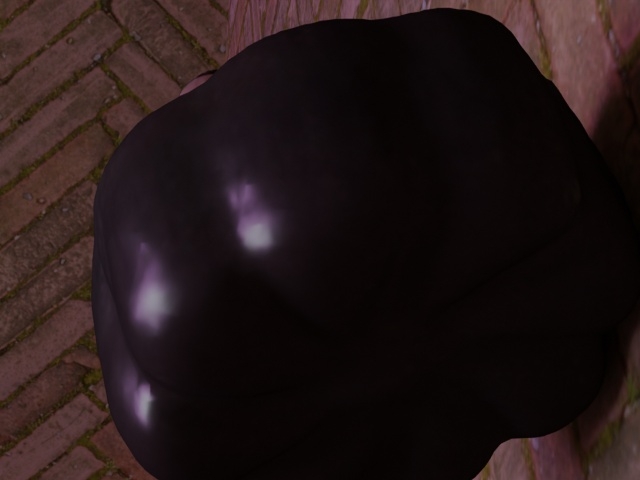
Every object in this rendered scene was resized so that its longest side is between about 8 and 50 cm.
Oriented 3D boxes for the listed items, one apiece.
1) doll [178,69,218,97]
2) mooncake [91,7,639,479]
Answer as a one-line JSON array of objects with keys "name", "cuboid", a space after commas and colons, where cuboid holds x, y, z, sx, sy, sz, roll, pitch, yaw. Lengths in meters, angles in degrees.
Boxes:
[{"name": "doll", "cuboid": [0.000, 0.000, 1.072, 0.284, 0.216, 0.268, 106, 156, -44]}, {"name": "mooncake", "cuboid": [0.025, 0.026, 0.732, 0.154, 0.306, 0.306, -111, 24, -45]}]
